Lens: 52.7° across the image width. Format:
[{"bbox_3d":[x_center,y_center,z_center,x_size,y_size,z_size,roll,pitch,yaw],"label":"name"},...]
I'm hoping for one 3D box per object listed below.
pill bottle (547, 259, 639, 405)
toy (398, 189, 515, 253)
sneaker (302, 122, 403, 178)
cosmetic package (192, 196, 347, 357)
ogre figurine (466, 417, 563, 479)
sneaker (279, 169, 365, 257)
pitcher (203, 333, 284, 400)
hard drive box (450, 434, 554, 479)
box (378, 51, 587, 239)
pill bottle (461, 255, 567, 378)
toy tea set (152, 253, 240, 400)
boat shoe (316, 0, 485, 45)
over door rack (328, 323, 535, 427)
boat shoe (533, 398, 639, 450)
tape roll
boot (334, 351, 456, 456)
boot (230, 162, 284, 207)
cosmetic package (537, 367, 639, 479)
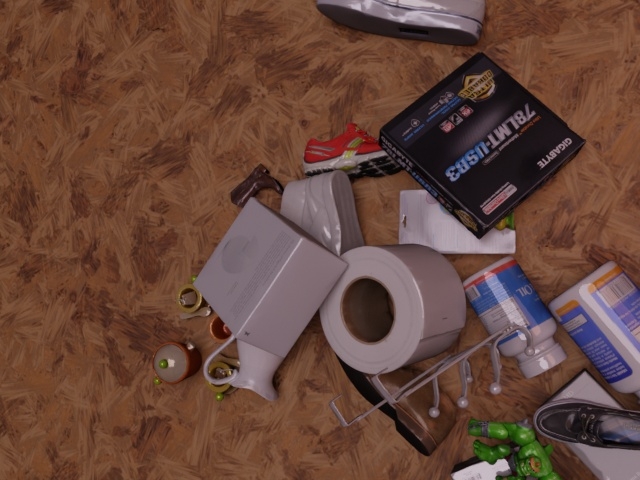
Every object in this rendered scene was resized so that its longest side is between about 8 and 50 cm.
[{"bbox_3d":[0.566,0.184,1.194,0.152,0.152,0.272,-38,75,10],"label":"pill bottle"},{"bbox_3d":[0.287,-0.038,1.356,0.238,0.056,0.136,-1,82,22],"label":"toy"},{"bbox_3d":[0.092,-0.205,1.415,0.279,0.107,0.118,-7,72,14],"label":"sneaker"},{"bbox_3d":[-0.104,0.069,1.280,0.224,0.138,0.225,-56,38,3],"label":"cosmetic package"},{"bbox_3d":[0.359,0.404,1.176,0.118,0.097,0.197,-34,58,29],"label":"ogre figurine"},{"bbox_3d":[0.000,0.000,1.431,0.169,0.108,0.292,-6,94,38],"label":"sneaker"},{"bbox_3d":[-0.152,0.228,1.415,0.178,0.125,0.207,14,92,-13],"label":"pitcher"},{"bbox_3d":[0.385,0.519,1.245,0.181,0.089,0.232,-27,76,13],"label":"hard drive box"},{"bbox_3d":[0.321,-0.198,1.303,0.296,0.073,0.293,-38,71,-14],"label":"box"},{"bbox_3d":[0.383,0.152,1.269,0.124,0.124,0.221,-32,77,12],"label":"pill bottle"},{"bbox_3d":[-0.273,0.191,1.469,0.200,0.124,0.335,5,85,18],"label":"toy tea set"},{"bbox_3d":[0.179,-0.537,1.405,0.367,0.136,0.156,13,88,15],"label":"boat shoe"},{"bbox_3d":[0.206,0.267,1.175,0.325,0.239,0.108,-13,70,-26],"label":"over door rack"},{"bbox_3d":[0.491,0.328,1.130,0.229,0.076,0.080,5,85,23],"label":"boat shoe"},{"bbox_3d":[0.141,0.129,1.282,0.246,0.169,0.245,1,92,40],"label":"tape roll"},{"bbox_3d":[0.151,0.299,1.355,0.115,0.112,0.305,-40,70,-18],"label":"boot"},{"bbox_3d":[-0.150,-0.109,1.511,0.114,0.037,0.106,-44,60,5],"label":"boot"},{"bbox_3d":[0.534,0.367,1.203,0.127,0.107,0.238,-47,72,10],"label":"cosmetic package"}]
